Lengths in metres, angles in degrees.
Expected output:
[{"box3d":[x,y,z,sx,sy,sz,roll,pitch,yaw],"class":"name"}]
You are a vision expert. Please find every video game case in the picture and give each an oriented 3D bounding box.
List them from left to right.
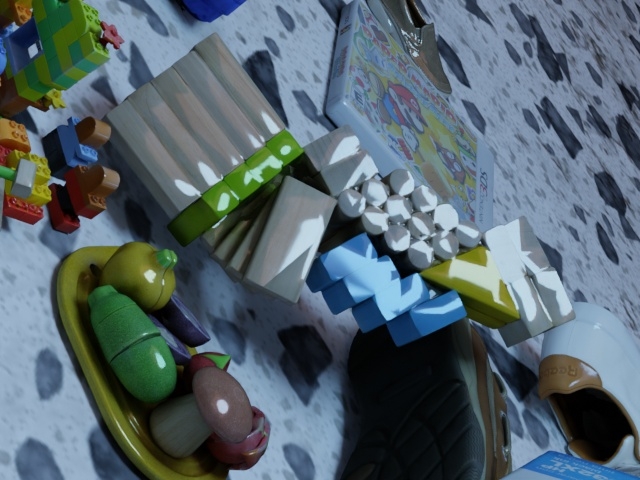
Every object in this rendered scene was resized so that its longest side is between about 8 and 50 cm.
[{"box3d":[0.091,-0.100,1.767,0.227,0.026,0.206,46,26,-23],"class":"video game case"}]

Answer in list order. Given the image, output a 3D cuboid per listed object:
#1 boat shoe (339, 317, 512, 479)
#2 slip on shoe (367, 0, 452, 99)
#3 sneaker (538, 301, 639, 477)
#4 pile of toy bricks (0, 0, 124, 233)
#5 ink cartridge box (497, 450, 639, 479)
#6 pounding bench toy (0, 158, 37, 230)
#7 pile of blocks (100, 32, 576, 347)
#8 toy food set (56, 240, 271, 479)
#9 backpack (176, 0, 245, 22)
[{"box3d":[0.093,0.162,1.348,0.120,0.123,0.324,49,26,-26],"class":"boat shoe"},{"box3d":[0.099,-0.206,1.890,0.135,0.041,0.051,59,24,2],"class":"slip on shoe"},{"box3d":[0.290,0.192,1.735,0.290,0.106,0.123,44,48,-26],"class":"sneaker"},{"box3d":[-0.174,-0.114,1.188,0.118,0.105,0.212,21,43,-53],"class":"pile of toy bricks"},{"box3d":[0.119,0.272,1.117,0.129,0.223,0.307,18,12,23],"class":"ink cartridge box"},{"box3d":[-0.210,-0.034,1.050,0.065,0.083,0.052,40,30,-35],"class":"pounding bench toy"},{"box3d":[0.000,0.000,1.325,0.362,0.112,0.149,29,67,-12],"class":"pile of blocks"},{"box3d":[-0.080,0.085,1.167,0.128,0.071,0.217,0,61,-62],"class":"toy food set"},{"box3d":[-0.092,-0.245,1.505,0.120,0.101,0.098,50,23,-8],"class":"backpack"}]
